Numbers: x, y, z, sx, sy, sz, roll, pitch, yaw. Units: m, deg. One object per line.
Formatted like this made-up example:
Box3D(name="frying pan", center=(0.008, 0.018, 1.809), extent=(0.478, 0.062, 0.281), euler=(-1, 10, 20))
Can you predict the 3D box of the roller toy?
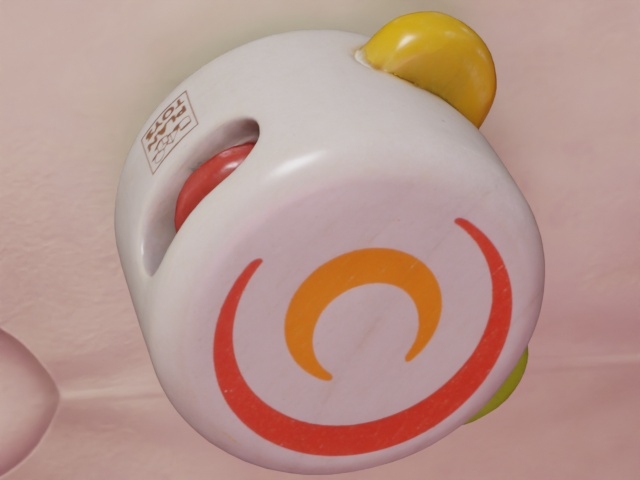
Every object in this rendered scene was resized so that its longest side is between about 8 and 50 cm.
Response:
Box3D(name="roller toy", center=(0.000, 0.000, 0.948), extent=(0.191, 0.146, 0.209), euler=(-11, 124, -10))
